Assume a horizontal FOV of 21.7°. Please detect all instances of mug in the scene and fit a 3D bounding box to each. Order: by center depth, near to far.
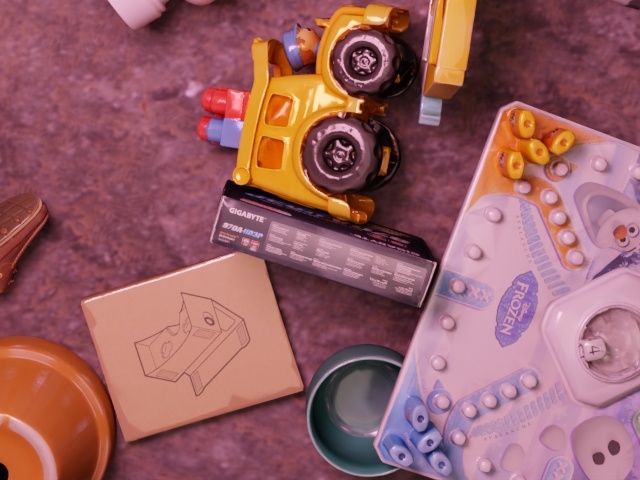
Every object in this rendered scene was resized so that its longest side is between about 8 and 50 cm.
[{"bbox_3d":[0.063,0.174,1.752,0.158,0.097,0.129,0,98,-2],"label":"mug"}]

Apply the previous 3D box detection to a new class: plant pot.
[{"bbox_3d":[-0.320,0.216,1.704,0.205,0.188,0.205,0,99,-1],"label":"plant pot"}]

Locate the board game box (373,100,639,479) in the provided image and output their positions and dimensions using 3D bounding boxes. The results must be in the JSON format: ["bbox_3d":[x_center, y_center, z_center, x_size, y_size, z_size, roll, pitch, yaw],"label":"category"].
[{"bbox_3d":[0.300,0.104,1.695,0.390,0.050,0.390,19,94,-10],"label":"board game box"}]

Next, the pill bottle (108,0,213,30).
[{"bbox_3d":[-0.105,-0.329,1.648,0.272,0.152,0.152,-34,98,4],"label":"pill bottle"}]

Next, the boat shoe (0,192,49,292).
[{"bbox_3d":[-0.347,0.022,1.746,0.178,0.064,0.060,-43,127,6],"label":"boat shoe"}]

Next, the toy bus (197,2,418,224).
[{"bbox_3d":[-0.019,-0.144,1.694,0.211,0.149,0.220,13,96,13],"label":"toy bus"}]

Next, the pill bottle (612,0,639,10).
[{"bbox_3d":[0.391,-0.307,1.634,0.361,0.204,0.204,18,98,-4],"label":"pill bottle"}]

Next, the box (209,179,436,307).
[{"bbox_3d":[0.000,0.000,1.686,0.220,0.175,0.051,17,97,-3],"label":"box"}]

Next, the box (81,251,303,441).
[{"bbox_3d":[-0.137,0.109,1.777,0.201,0.021,0.164,-17,98,2],"label":"box"}]

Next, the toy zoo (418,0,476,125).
[{"bbox_3d":[0.132,-0.258,1.642,0.030,0.192,0.293,7,97,-2],"label":"toy zoo"}]
